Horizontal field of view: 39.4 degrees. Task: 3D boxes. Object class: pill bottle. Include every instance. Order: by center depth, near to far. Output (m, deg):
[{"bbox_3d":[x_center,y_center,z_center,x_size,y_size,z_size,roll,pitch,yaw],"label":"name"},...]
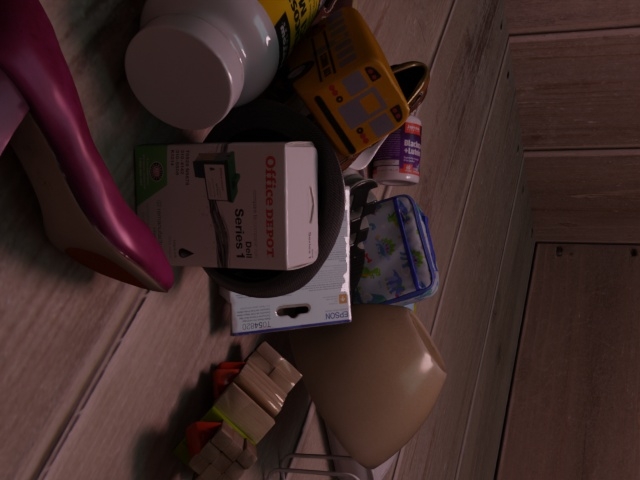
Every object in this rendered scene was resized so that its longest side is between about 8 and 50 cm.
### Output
[{"bbox_3d":[-0.120,-0.294,1.181,0.334,0.187,0.188,-65,148,-45],"label":"pill bottle"},{"bbox_3d":[0.174,-0.225,2.018,0.108,0.108,0.194,13,79,-68],"label":"pill bottle"}]

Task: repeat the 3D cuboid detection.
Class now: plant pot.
[{"bbox_3d":[0.102,0.218,1.528,0.284,0.190,0.284,55,11,-17],"label":"plant pot"}]

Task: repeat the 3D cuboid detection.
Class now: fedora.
[{"bbox_3d":[-0.060,-0.055,1.247,0.124,0.243,0.276,-12,129,-63],"label":"fedora"}]

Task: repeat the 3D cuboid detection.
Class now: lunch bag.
[{"bbox_3d":[0.144,0.024,1.821,0.090,0.176,0.219,32,45,-68],"label":"lunch bag"}]

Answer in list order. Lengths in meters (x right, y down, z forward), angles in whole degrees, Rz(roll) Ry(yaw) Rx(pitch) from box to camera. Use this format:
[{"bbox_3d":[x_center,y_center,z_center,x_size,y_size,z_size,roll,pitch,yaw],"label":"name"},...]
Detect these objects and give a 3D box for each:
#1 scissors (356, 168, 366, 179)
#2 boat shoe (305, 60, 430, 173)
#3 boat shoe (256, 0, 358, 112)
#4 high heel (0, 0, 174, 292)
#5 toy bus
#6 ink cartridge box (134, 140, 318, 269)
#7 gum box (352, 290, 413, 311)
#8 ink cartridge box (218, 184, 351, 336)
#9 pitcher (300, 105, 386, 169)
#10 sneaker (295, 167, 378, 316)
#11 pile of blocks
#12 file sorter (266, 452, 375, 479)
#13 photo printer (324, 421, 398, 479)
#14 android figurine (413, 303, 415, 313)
[{"bbox_3d":[0.063,-0.252,1.856,0.297,0.021,0.109,73,30,-41],"label":"scissors"},{"bbox_3d":[0.041,-0.181,1.366,0.307,0.111,0.104,-43,179,-20],"label":"boat shoe"},{"bbox_3d":[-0.040,-0.351,1.467,0.342,0.123,0.123,-63,141,-27],"label":"boat shoe"},{"bbox_3d":[-0.243,-0.090,0.955,0.377,0.127,0.181,54,53,-51],"label":"high heel"},{"bbox_3d":[0.025,-0.236,1.252,0.108,0.130,0.333,53,13,-26],"label":"toy bus"},{"bbox_3d":[-0.120,-0.047,1.148,0.092,0.219,0.160,-14,104,-66],"label":"ink cartridge box"},{"bbox_3d":[0.142,0.078,1.961,0.156,0.041,0.185,9,82,-41],"label":"gum box"},{"bbox_3d":[-0.054,0.027,1.398,0.223,0.045,0.224,-3,94,-31],"label":"ink cartridge box"},{"bbox_3d":[0.052,-0.231,1.539,0.177,0.207,0.125,-41,130,-6],"label":"pitcher"},{"bbox_3d":[0.000,0.000,1.596,0.122,0.146,0.331,-15,132,-42],"label":"sneaker"},{"bbox_3d":[-0.139,0.255,1.311,0.112,0.149,0.362,43,20,-2],"label":"pile of blocks"},{"bbox_3d":[-0.029,0.479,1.448,0.277,0.192,0.173,-30,116,-65],"label":"file sorter"},{"bbox_3d":[0.098,0.314,1.840,0.256,0.107,0.308,-48,135,-48],"label":"photo printer"},{"bbox_3d":[0.163,0.206,2.082,0.248,0.056,0.273,48,49,-58],"label":"android figurine"}]
